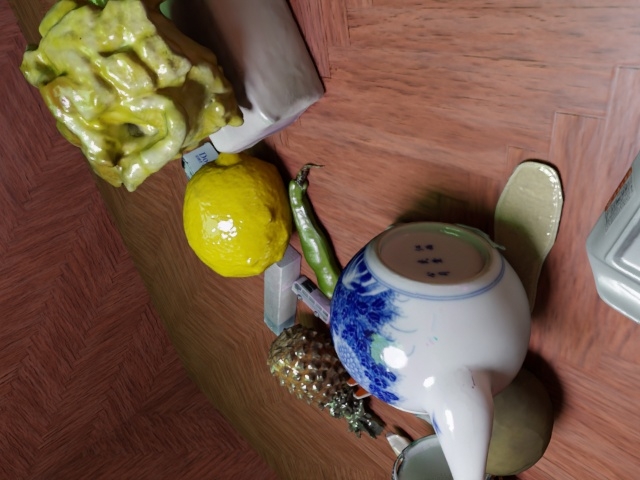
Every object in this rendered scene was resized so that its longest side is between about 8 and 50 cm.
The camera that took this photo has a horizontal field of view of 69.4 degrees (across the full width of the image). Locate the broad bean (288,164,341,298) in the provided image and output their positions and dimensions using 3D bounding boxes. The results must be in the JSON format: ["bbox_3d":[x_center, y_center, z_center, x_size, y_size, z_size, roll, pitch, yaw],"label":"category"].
[{"bbox_3d":[-0.007,-0.003,0.943,0.098,0.056,0.317,22,133,46],"label":"broad bean"}]

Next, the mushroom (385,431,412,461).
[{"bbox_3d":[0.229,0.555,1.122,0.209,0.071,0.084,60,-178,0],"label":"mushroom"}]

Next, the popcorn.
[{"bbox_3d":[-0.247,-0.213,0.624,0.293,0.237,0.292,39,149,30],"label":"popcorn"}]

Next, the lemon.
[{"bbox_3d":[-0.170,-0.052,0.965,0.234,0.234,0.288,27,129,41],"label":"lemon"}]

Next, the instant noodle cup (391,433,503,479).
[{"bbox_3d":[0.252,0.506,0.880,0.251,0.251,0.190,-3,108,57],"label":"instant noodle cup"}]

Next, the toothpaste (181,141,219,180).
[{"bbox_3d":[-0.222,-0.093,1.142,0.312,0.089,0.071,53,157,6],"label":"toothpaste"}]

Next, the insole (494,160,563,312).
[{"bbox_3d":[0.260,0.008,0.601,0.081,0.011,0.247,28,140,39],"label":"insole"}]

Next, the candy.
[{"bbox_3d":[-0.150,-0.336,0.744,0.208,0.145,0.358,-3,116,55],"label":"candy"}]

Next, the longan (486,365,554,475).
[{"bbox_3d":[0.258,0.260,0.696,0.189,0.189,0.189,36,145,32],"label":"longan"}]

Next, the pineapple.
[{"bbox_3d":[0.021,0.372,1.182,0.361,0.175,0.175,51,154,-21],"label":"pineapple"}]

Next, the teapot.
[{"bbox_3d":[0.139,0.125,0.626,0.423,0.253,0.279,-101,7,-57],"label":"teapot"}]

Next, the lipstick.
[{"bbox_3d":[-0.103,0.134,1.200,0.066,0.068,0.317,43,148,26],"label":"lipstick"}]

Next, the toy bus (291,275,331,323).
[{"bbox_3d":[-0.014,0.140,1.108,0.131,0.037,0.052,43,145,22],"label":"toy bus"}]

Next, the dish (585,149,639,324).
[{"bbox_3d":[0.339,0.007,0.433,0.154,0.064,0.234,37,146,30],"label":"dish"}]

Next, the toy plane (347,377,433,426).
[{"bbox_3d":[0.192,0.301,0.887,0.327,0.104,0.222,16,143,39],"label":"toy plane"}]
